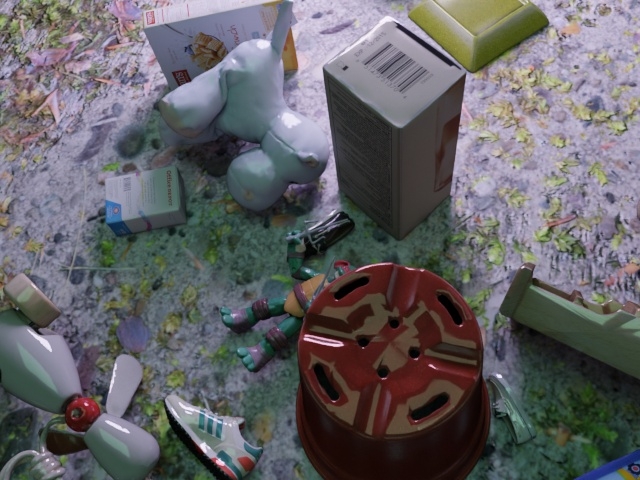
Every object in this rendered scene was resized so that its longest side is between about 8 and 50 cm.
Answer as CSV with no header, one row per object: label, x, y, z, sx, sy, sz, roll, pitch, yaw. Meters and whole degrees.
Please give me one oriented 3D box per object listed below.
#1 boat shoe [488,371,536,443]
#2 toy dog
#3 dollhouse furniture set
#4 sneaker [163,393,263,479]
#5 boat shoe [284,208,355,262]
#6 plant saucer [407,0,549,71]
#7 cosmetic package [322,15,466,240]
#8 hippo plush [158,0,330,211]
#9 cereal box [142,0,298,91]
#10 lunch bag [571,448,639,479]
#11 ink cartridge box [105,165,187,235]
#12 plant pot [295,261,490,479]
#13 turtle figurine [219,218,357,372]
boat shoe,0.251,0.228,0.944,0.035,0.035,0.100,-24,69,-9
toy dog,-0.368,0.211,0.984,0.220,0.161,0.334,-26,78,-10
dollhouse furniture set,0.434,-0.035,0.890,0.256,0.362,0.394,25,98,16
sneaker,-0.148,0.263,0.967,0.161,0.057,0.075,39,56,24
boat shoe,0.000,0.000,1.085,0.125,0.046,0.038,-37,60,-21
plant saucer,0.287,-0.421,1.268,0.188,0.045,0.188,-34,64,-11
cosmetic package,0.107,-0.149,1.008,0.129,0.296,0.153,-41,67,-15
hippo plush,-0.090,-0.184,1.133,0.294,0.234,0.236,-37,95,4
cereal box,-0.167,-0.345,1.211,0.240,0.173,0.047,-12,63,1
lunch bag,0.344,0.381,0.792,0.293,0.138,0.221,-23,61,-5
ink cartridge box,-0.286,-0.065,1.146,0.122,0.052,0.089,-11,62,2
plant pot,0.085,0.171,0.861,0.272,0.265,0.272,-3,62,6
turtle figurine,-0.024,0.082,1.001,0.234,0.118,0.175,-36,34,4
